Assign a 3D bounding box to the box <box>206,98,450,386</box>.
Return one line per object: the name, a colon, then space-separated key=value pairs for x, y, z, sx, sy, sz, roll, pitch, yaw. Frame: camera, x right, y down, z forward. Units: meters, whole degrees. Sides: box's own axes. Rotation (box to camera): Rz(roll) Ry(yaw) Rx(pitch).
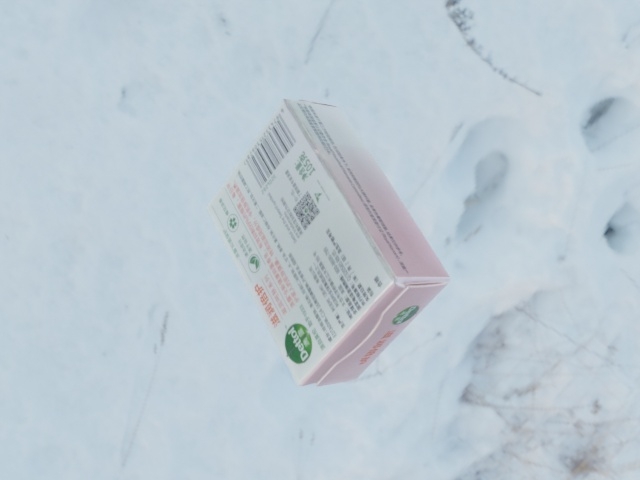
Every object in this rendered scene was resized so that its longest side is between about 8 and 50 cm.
box: x=0.000 y=0.000 z=0.495 sx=0.043 sy=0.125 sz=0.089 roll=1 pitch=140 yaw=-43
